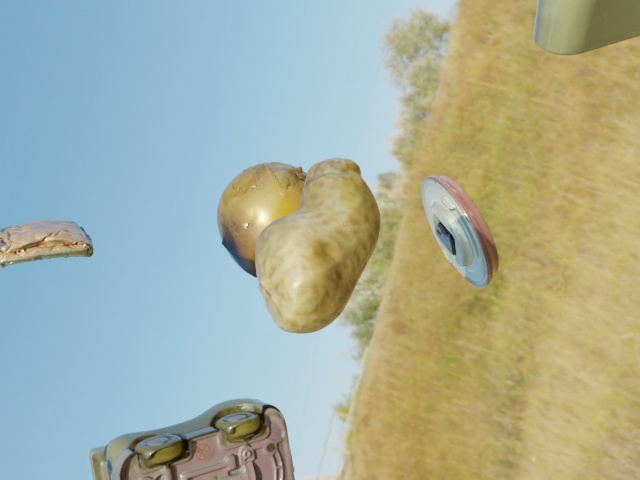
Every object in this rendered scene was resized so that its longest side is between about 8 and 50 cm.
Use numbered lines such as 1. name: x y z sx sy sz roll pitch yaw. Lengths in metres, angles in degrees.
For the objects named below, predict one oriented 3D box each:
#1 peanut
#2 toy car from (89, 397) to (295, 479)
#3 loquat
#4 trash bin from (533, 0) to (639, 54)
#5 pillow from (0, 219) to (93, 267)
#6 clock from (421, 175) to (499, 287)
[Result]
1. peanut: 0.000 0.000 0.988 0.253 0.137 0.122 -58 -4 -32
2. toy car: -0.238 0.446 1.486 0.336 0.226 0.242 -11 -86 -33
3. loquat: -0.087 -0.037 1.511 0.235 0.235 0.235 18 -90 -77
4. trash bin: 0.452 -0.434 1.227 0.243 0.121 0.247 -18 -43 -15
5. pillow: -0.419 0.010 1.020 0.126 0.233 0.043 -152 54 -62
6. clock: 0.265 -0.018 1.547 0.056 0.244 0.244 -29 -23 -7
